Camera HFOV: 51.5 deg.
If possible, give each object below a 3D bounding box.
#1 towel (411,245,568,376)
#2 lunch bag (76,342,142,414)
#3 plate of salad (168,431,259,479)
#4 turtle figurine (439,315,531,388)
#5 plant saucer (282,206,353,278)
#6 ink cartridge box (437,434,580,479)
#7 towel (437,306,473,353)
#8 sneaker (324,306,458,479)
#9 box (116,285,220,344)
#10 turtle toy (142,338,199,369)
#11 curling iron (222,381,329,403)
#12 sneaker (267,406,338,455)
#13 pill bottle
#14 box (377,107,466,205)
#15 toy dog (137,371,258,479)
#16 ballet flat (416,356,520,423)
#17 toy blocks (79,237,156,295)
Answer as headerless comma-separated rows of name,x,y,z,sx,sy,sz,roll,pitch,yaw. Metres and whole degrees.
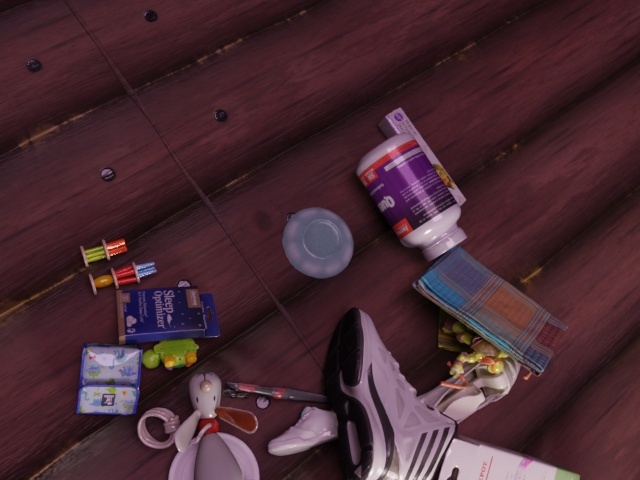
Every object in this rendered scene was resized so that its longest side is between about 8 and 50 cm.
towel,0.439,0.162,1.689,0.370,0.040,0.271,36,36,16
lunch bag,-0.460,0.304,1.447,0.128,0.096,0.151,6,88,-18
plate of salad,-0.235,0.528,1.467,0.199,0.048,0.200,5,69,-13
turtle figurine,0.388,0.265,1.645,0.269,0.217,0.087,-13,121,-11
plant saucer,0.000,0.000,1.715,0.195,0.037,0.195,5,73,-16
ink cartridge box,0.418,0.602,1.596,0.353,0.119,0.207,20,82,-11
towel,0.369,0.181,1.785,0.102,0.021,0.237,12,70,-15
sneaker,0.164,0.368,1.547,0.257,0.169,0.448,18,40,-22
box,-0.349,0.167,1.521,0.225,0.036,0.136,-2,45,-19
turtle toy,-0.341,0.256,1.508,0.130,0.066,0.095,-7,49,-20
curling iron,-0.100,0.359,1.564,0.274,0.068,0.035,9,69,-20
sneaker,-0.034,0.438,1.556,0.212,0.080,0.094,-9,65,-27
pill bottle,0.244,-0.110,1.748,0.181,0.181,0.323,-30,84,-23
box,0.283,-0.218,1.858,0.063,0.067,0.324,-32,84,-24
toy dog,-0.226,0.445,1.386,0.220,0.161,0.334,-28,79,-22
ballet flat,0.394,0.374,1.670,0.400,0.139,0.139,-28,83,-23
toy blocks,-0.467,0.050,1.540,0.148,0.054,0.123,-16,79,-21
